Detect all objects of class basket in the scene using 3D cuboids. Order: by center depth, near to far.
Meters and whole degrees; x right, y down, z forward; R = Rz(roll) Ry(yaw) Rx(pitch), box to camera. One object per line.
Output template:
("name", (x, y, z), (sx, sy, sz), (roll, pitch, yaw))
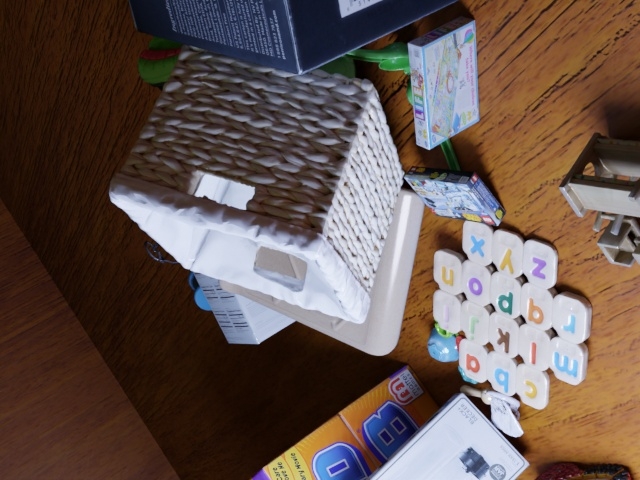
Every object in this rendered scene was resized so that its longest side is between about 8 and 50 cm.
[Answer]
("basket", (-0.069, -0.077, 1.537), (0.328, 0.266, 0.331), (16, 163, 19))

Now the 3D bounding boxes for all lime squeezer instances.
("lime squeezer", (0.131, -0.215, 1.502), (0.059, 0.110, 0.310), (-26, 131, 28))

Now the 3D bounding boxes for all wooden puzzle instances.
("wooden puzzle", (0.000, 0.000, 1.806), (0.347, 0.080, 0.322), (20, 122, 20))

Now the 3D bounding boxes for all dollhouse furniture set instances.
("dollhouse furniture set", (0.414, -0.041, 1.257), (0.182, 0.101, 0.161), (14, 153, 51))

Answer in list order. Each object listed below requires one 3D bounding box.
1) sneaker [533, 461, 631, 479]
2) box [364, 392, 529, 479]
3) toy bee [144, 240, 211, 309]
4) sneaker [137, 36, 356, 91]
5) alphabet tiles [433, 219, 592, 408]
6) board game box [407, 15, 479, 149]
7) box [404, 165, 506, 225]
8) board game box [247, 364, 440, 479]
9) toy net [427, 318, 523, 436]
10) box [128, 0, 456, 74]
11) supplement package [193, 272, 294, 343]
("sneaker", (0.407, 0.412, 1.654), (0.225, 0.088, 0.093), (-14, 106, 60))
("box", (0.184, 0.412, 1.756), (0.169, 0.290, 0.087), (46, 172, 5))
("toy bee", (-0.213, 0.074, 2.258), (0.195, 0.162, 0.298), (57, -174, 37))
("sneaker", (-0.103, -0.278, 1.770), (0.482, 0.185, 0.202), (18, 162, 45))
("alphabet tiles", (0.285, 0.110, 1.596), (0.284, 0.021, 0.278), (21, 123, 42))
("board game box", (0.170, -0.214, 1.427), (0.026, 0.103, 0.154), (29, 139, 42))
("box", (0.199, -0.068, 1.560), (0.137, 0.027, 0.094), (12, 151, 52))
("board game box", (0.078, 0.517, 1.985), (0.356, 0.356, 0.356), (54, 150, 9))
("toy net", (0.267, 0.222, 1.744), (0.232, 0.045, 0.122), (46, 147, 19))
("box", (-0.056, -0.399, 1.412), (0.395, 0.293, 0.212), (23, 134, 46))
("supplement package", (-0.119, 0.066, 2.038), (0.149, 0.194, 0.203), (-9, 109, 60))
